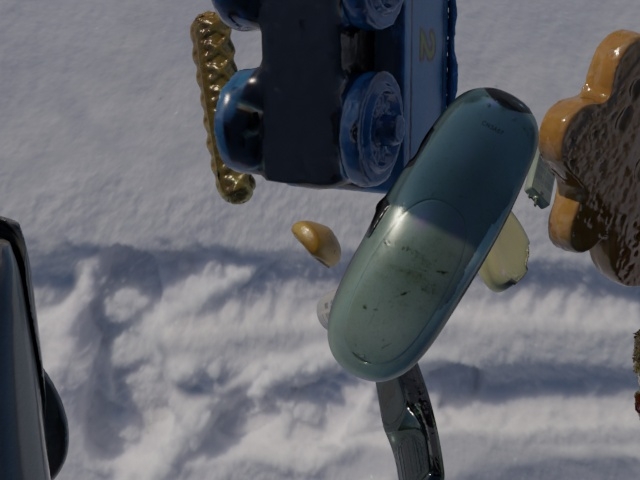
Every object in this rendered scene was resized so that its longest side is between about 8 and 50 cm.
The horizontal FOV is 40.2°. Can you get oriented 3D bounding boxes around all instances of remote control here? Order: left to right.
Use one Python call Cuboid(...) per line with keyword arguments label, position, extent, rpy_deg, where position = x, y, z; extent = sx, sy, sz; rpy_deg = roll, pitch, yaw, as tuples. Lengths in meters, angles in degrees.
Cuboid(label="remote control", position=(0.105, 0.217, 1.063), extent=(0.042, 0.222, 0.072), rpy_deg=(14, 132, -25))
Cuboid(label="remote control", position=(0.086, -0.004, 0.692), extent=(0.097, 0.045, 0.256), rpy_deg=(27, 93, 5))

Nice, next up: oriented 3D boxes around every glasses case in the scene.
Cuboid(label="glasses case", position=(-0.200, 0.110, 0.504), extent=(0.128, 0.083, 0.308), rpy_deg=(8, 108, 23))

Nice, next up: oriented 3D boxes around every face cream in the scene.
Cuboid(label="face cream", position=(0.078, 0.104, 1.458), extent=(0.082, 0.269, 0.082), rpy_deg=(5, 77, -22))

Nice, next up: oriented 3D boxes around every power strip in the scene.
Cuboid(label="power strip", position=(0.353, -0.098, 1.401), extent=(0.051, 0.136, 0.019), rpy_deg=(45, 132, -18))

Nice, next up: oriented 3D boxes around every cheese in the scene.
Cuboid(label="cheese", position=(0.272, -0.047, 1.449), extent=(0.050, 0.127, 0.255), rpy_deg=(-15, 105, 50))

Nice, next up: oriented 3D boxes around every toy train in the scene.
Cuboid(label="toy train", position=(0.025, -0.197, 0.861), extent=(0.188, 0.265, 0.300), rpy_deg=(7, 105, 27))

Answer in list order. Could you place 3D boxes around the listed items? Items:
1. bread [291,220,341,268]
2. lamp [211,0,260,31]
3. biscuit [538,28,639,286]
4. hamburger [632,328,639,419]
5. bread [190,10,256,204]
Cuboid(label="bread", position=(0.000, 0.000, 1.562), extent=(0.056, 0.082, 0.115), rpy_deg=(-42, 147, 5))
Cuboid(label="lamp", position=(-0.145, -0.447, 1.375), extent=(0.179, 0.108, 0.246), rpy_deg=(-17, 103, 27))
Cuboid(label="biscuit", position=(0.382, -0.086, 1.082), extent=(0.275, 0.052, 0.355), rpy_deg=(-53, 131, -6))
Cuboid(label="hamburger", position=(0.502, 0.139, 0.997), extent=(0.276, 0.294, 0.179), rpy_deg=(-6, 120, 38))
Cuboid(label="bread", position=(-0.183, -0.248, 1.641), extent=(0.077, 0.084, 0.368), rpy_deg=(-10, 92, -23))
